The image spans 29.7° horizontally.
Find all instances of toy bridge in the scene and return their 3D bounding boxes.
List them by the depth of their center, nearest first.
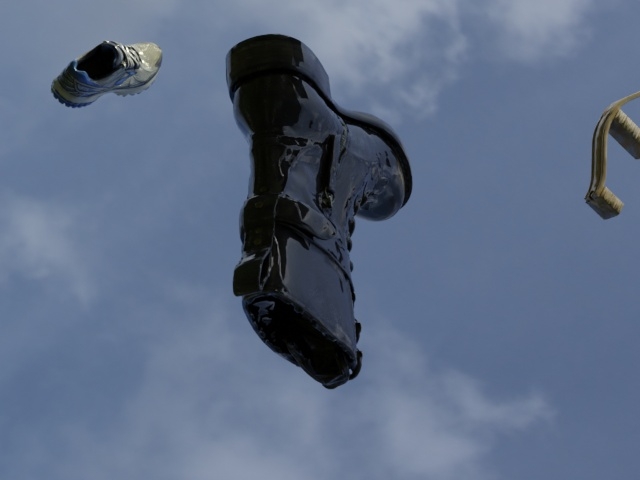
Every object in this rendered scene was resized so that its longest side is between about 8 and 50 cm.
[{"bbox_3d":[0.320,-0.112,1.260,0.188,0.063,0.026,-57,-164,-25],"label":"toy bridge"}]

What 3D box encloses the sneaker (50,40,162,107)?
[{"bbox_3d":[-0.210,-0.179,1.244,0.052,0.135,0.058,50,-41,9],"label":"sneaker"}]

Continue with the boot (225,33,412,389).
[{"bbox_3d":[0.000,0.000,0.878,0.091,0.263,0.229,-18,-121,23],"label":"boot"}]
